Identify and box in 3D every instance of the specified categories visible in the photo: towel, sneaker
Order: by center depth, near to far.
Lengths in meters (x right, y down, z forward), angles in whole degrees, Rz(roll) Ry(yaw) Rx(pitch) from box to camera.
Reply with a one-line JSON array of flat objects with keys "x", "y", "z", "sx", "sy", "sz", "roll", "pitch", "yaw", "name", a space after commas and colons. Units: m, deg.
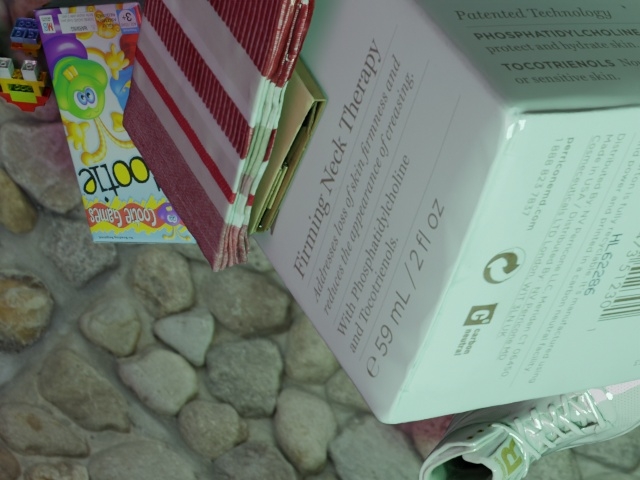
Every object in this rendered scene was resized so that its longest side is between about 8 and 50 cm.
[{"x": -0.093, "y": -0.168, "z": 1.359, "sx": 0.237, "sy": 0.037, "sz": 0.329, "roll": 55, "pitch": 141, "yaw": 39, "name": "towel"}, {"x": 0.242, "y": 0.211, "z": 1.696, "sx": 0.293, "sy": 0.169, "sz": 0.108, "roll": -28, "pitch": 98, "yaw": 34, "name": "sneaker"}]

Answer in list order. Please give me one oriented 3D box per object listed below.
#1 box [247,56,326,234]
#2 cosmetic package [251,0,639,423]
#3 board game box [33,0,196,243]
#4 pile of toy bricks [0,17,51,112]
[{"x": -0.070, "y": -0.133, "z": 1.392, "sx": 0.201, "sy": 0.021, "sz": 0.164, "roll": 60, "pitch": 142, "yaw": 33, "name": "box"}, {"x": 0.139, "y": -0.102, "z": 1.394, "sx": 0.393, "sy": 0.328, "sz": 0.329, "roll": 54, "pitch": 138, "yaw": 39, "name": "cosmetic package"}, {"x": -0.193, "y": -0.149, "z": 1.753, "sx": 0.142, "sy": 0.144, "sz": 0.275, "roll": 0, "pitch": 113, "yaw": 28, "name": "board game box"}, {"x": -0.416, "y": -0.213, "z": 1.877, "sx": 0.212, "sy": 0.118, "sz": 0.105, "roll": 7, "pitch": 147, "yaw": 7, "name": "pile of toy bricks"}]
